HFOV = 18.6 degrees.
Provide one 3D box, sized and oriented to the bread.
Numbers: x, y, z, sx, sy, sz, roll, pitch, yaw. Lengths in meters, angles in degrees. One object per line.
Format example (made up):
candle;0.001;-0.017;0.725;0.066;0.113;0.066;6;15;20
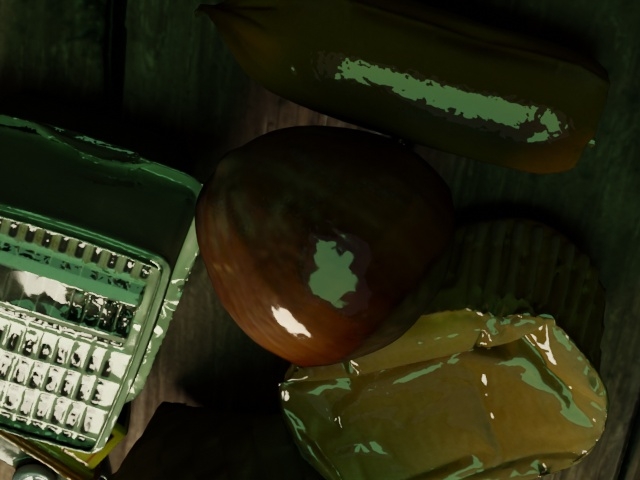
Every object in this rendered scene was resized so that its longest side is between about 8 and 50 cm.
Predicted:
bread;0.115;0.099;1.681;0.288;0.156;0.204;-25;115;29

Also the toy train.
toy train;-0.268;0.160;1.825;0.219;0.089;0.127;37;115;-22

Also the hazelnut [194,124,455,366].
hazelnut;0.000;0.000;1.528;0.214;0.176;0.214;6;134;6

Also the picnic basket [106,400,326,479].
picnic basket;-0.089;0.335;1.770;0.254;0.321;0.291;-3;139;50

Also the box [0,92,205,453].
box;-0.226;0.027;1.647;0.221;0.166;0.290;18;130;-8

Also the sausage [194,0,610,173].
sausage;0.060;-0.135;1.519;0.328;0.112;0.112;16;131;-3
